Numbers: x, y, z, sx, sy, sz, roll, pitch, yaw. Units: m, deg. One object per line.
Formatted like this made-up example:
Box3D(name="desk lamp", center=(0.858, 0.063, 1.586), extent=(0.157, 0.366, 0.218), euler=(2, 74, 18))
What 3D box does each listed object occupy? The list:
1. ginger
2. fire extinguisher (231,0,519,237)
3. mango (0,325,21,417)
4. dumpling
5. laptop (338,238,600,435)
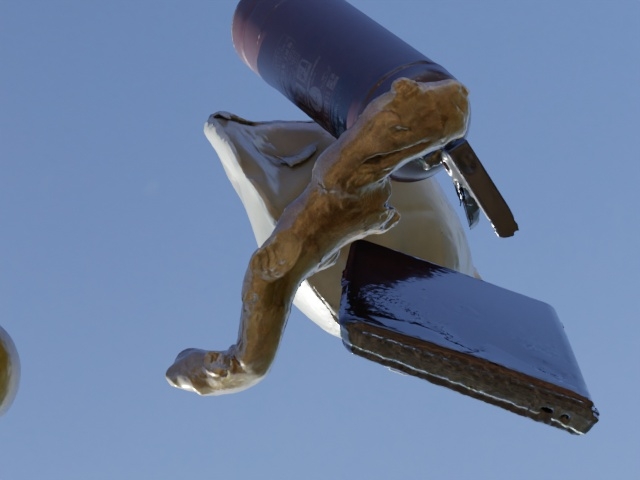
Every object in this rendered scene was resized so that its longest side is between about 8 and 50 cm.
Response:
Box3D(name="ginger", center=(0.000, 0.000, 1.081), extent=(0.288, 0.075, 0.089), euler=(-53, -39, 5))
Box3D(name="fire extinguisher", center=(0.052, -0.110, 1.329), extent=(0.102, 0.344, 0.138), euler=(-33, -48, -13))
Box3D(name="mango", center=(-0.315, 0.084, 1.206), extent=(0.195, 0.137, 0.098), euler=(36, -104, -54))
Box3D(name="dumpling", center=(0.044, 0.013, 1.440), extent=(0.181, 0.260, 0.341), euler=(-26, -44, 3))
Box3D(name="laptop", center=(0.083, 0.053, 0.943), extent=(0.207, 0.154, 0.026), euler=(-78, 7, -78))
